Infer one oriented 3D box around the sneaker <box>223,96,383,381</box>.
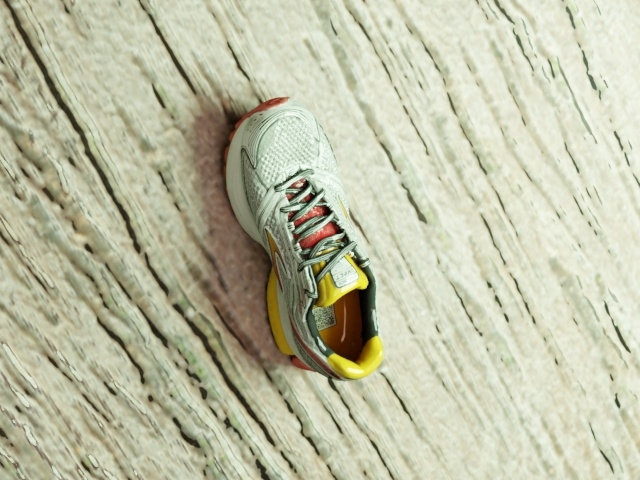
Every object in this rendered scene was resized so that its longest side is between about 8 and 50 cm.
[{"bbox_3d":[0.000,0.000,1.387,0.088,0.093,0.225,-27,114,-20],"label":"sneaker"}]
